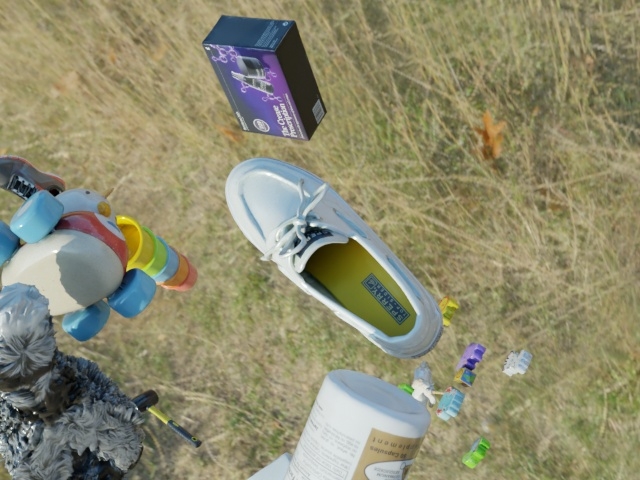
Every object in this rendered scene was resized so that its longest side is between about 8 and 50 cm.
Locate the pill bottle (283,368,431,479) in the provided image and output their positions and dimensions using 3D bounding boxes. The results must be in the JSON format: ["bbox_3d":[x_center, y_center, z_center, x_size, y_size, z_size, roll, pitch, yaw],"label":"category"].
[{"bbox_3d":[0.027,0.277,0.933,0.131,0.131,0.229,26,97,34],"label":"pill bottle"}]

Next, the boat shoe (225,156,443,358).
[{"bbox_3d":[-0.005,0.007,1.020,0.136,0.156,0.367,-45,69,2],"label":"boat shoe"}]

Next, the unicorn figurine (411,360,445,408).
[{"bbox_3d":[0.184,0.273,1.456,0.060,0.111,0.162,-2,26,-2],"label":"unicorn figurine"}]

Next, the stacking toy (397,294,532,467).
[{"bbox_3d":[0.216,0.220,1.265,0.167,0.052,0.221,34,69,-9],"label":"stacking toy"}]

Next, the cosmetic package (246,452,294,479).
[{"bbox_3d":[0.035,0.547,1.454,0.097,0.377,0.284,-36,61,4],"label":"cosmetic package"}]

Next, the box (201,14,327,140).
[{"bbox_3d":[-0.116,-0.347,1.745,0.184,0.261,0.103,14,59,28],"label":"box"}]

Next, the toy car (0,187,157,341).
[{"bbox_3d":[-0.364,-0.014,1.236,0.210,0.219,0.238,-26,34,31],"label":"toy car"}]

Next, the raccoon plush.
[{"bbox_3d":[-0.428,0.206,1.261,0.216,0.446,0.299,-14,29,-34],"label":"raccoon plush"}]

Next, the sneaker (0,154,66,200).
[{"bbox_3d":[-0.496,-0.096,1.372,0.061,0.158,0.065,-54,49,19],"label":"sneaker"}]

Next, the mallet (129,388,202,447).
[{"bbox_3d":[-0.324,0.375,1.667,0.190,0.062,0.039,33,126,35],"label":"mallet"}]

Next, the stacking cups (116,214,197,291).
[{"bbox_3d":[-0.306,0.044,1.502,0.096,0.316,0.096,-4,73,12],"label":"stacking cups"}]
